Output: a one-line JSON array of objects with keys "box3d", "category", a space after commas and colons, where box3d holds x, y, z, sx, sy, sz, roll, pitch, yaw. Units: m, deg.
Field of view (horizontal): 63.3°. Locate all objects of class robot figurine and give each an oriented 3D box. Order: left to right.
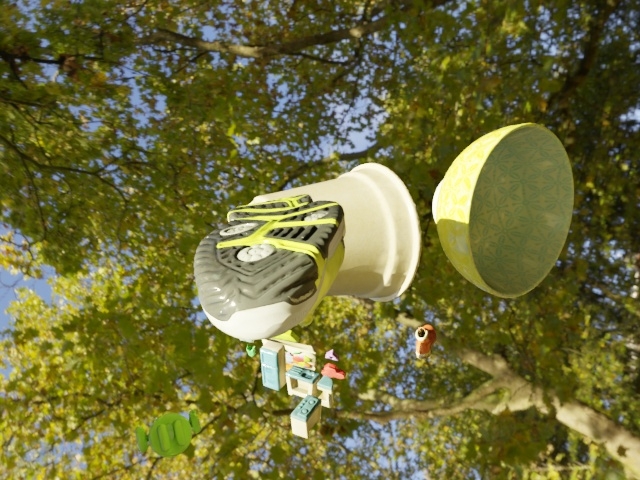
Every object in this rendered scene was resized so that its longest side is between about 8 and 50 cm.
[{"box3d": [-0.245, 0.316, 0.845, 0.101, 0.115, 0.067, -15, -103, -22], "category": "robot figurine"}]

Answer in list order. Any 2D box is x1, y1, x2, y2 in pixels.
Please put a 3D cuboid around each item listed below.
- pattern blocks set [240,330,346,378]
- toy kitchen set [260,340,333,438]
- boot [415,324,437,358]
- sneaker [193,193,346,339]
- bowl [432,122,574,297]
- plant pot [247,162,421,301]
[{"box3d": [-0.095, 0.362, 1.650, 0.285, 0.325, 0.026, 71, -150, -48], "category": "pattern blocks set"}, {"box3d": [-0.084, 0.363, 1.283, 0.166, 0.207, 0.122, -36, -50, -54], "category": "toy kitchen set"}, {"box3d": [0.344, 0.308, 1.696, 0.158, 0.059, 0.084, -52, -47, -60], "category": "boot"}, {"box3d": [-0.036, 0.037, 0.566, 0.145, 0.384, 0.147, -11, -80, 1], "category": "sneaker"}, {"box3d": [0.294, -0.058, 0.913, 0.290, 0.156, 0.289, -8, -75, -33], "category": "bowl"}, {"box3d": [0.000, 0.000, 1.172, 0.306, 0.334, 0.333, -8, -70, -30], "category": "plant pot"}]
